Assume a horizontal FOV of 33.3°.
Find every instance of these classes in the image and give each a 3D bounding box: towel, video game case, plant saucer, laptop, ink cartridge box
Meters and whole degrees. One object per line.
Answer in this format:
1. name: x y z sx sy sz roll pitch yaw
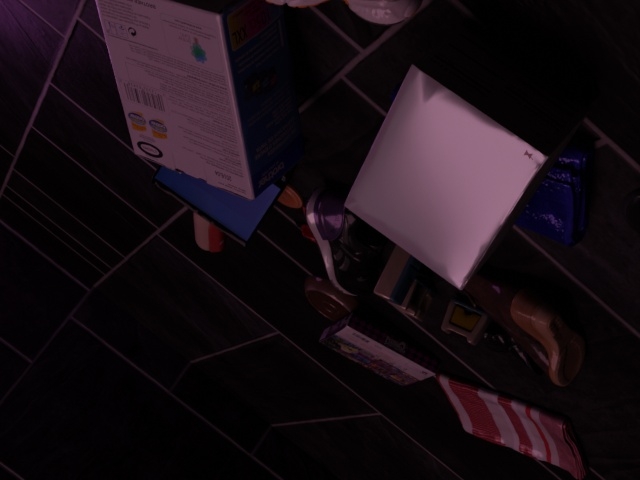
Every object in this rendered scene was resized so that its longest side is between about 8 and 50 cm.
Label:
1. towel: 0.242 -0.103 1.562 0.308 0.076 0.228 25 155 25
2. towel: 0.424 0.409 2.378 0.329 0.037 0.237 17 151 38
3. video game case: 0.131 0.252 2.431 0.232 0.042 0.210 29 158 -7
4. plant saucer: -0.071 -0.092 2.112 0.083 0.013 0.083 30 158 14
5. laptop: -0.179 -0.146 1.989 0.234 0.136 0.264 34 157 2
6. ink cartridge box: -0.181 -0.239 1.672 0.270 0.151 0.395 22 137 31
7. plant saucer: 0.028 0.144 2.421 0.168 0.029 0.168 31 158 14

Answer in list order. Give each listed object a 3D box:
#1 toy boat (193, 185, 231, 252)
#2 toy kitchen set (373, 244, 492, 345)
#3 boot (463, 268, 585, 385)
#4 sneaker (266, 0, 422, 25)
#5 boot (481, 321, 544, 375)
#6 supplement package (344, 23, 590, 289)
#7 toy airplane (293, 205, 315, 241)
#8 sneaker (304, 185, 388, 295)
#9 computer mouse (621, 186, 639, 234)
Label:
1. toy boat: -0.179 -0.069 2.189 0.151 0.151 0.231 4 157 -3
2. toy kitchen set: 0.224 0.094 1.979 0.166 0.122 0.207 24 175 26
3. boot: 0.361 0.144 1.916 0.207 0.090 0.248 32 162 41
4. sneaker: 0.007 -0.366 1.373 0.262 0.099 0.121 15 144 25
5. boot: 0.366 0.206 2.043 0.099 0.045 0.121 -5 128 54
6. supplement package: 0.185 -0.107 1.408 0.204 0.145 0.262 36 135 11
7. toy airplane: 0.000 0.000 2.156 0.151 0.028 0.151 40 162 16
8. sneaker: 0.074 0.020 2.019 0.124 0.107 0.283 12 148 33
9. computer mouse: 0.527 -0.010 1.372 0.262 0.060 0.184 7 142 29
